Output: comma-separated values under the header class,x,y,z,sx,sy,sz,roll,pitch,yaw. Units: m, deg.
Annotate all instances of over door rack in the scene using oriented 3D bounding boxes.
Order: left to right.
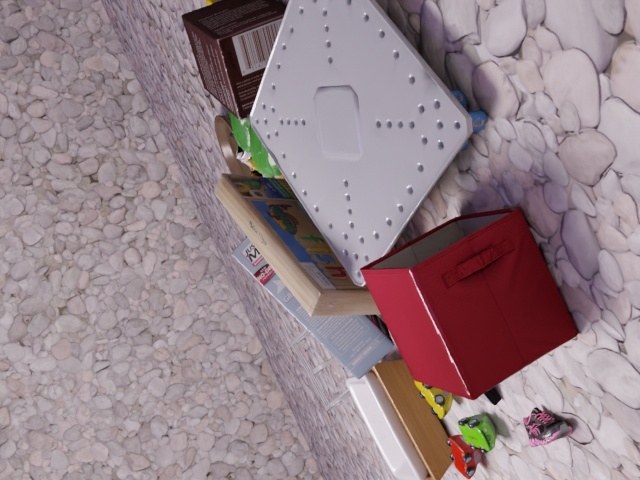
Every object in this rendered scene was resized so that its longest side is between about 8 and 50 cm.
class,x,y,z,sx,sy,sz,roll,pitch,yaw
over door rack,0.043,0.322,2.055,0.239,0.108,0.324,58,149,18

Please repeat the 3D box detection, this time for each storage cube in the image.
class,x,y,z,sx,sy,sz,roll,pitch,yaw
storage cube,0.200,0.083,1.016,0.193,0.184,0.215,64,163,-5

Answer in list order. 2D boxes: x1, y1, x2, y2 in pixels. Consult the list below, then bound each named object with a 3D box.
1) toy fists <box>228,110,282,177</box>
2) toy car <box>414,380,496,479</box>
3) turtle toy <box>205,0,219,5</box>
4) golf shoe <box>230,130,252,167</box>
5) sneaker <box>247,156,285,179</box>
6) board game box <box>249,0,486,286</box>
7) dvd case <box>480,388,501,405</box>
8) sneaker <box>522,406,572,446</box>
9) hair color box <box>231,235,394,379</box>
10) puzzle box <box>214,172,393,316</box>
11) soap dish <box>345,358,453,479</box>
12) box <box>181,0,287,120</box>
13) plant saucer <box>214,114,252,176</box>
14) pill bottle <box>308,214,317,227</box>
class,x,y,z,sx,sy,sz,roll,pitch,yaw
toy fists,-0.143,-0.258,1.738,0.279,0.096,0.142,51,149,43
toy car,0.286,0.364,1.417,0.239,0.053,0.225,63,164,-1
turtle toy,-0.190,-0.491,1.549,0.066,0.095,0.130,39,160,8
golf shoe,-0.185,-0.227,1.926,0.067,0.086,0.186,41,154,51
sneaker,-0.141,-0.152,1.889,0.088,0.093,0.225,51,160,38
board game box,0.045,-0.186,1.125,0.390,0.050,0.390,57,145,22
dvd case,0.212,0.205,1.357,0.180,0.022,0.253,49,170,-20
sneaker,0.347,0.287,1.133,0.119,0.047,0.057,113,141,-68
hair color box,-0.014,0.111,1.570,0.374,0.113,0.185,45,-176,-5
puzzle box,0.000,0.000,1.399,0.409,0.272,0.052,48,124,42
soap dish,0.185,0.412,1.690,0.290,0.118,0.229,61,164,8
box,-0.142,-0.367,1.420,0.203,0.169,0.167,45,155,50
plant saucer,-0.235,-0.244,2.139,0.278,0.041,0.277,55,162,27
pill bottle,-0.006,-0.157,1.376,0.245,0.136,0.136,60,164,13
